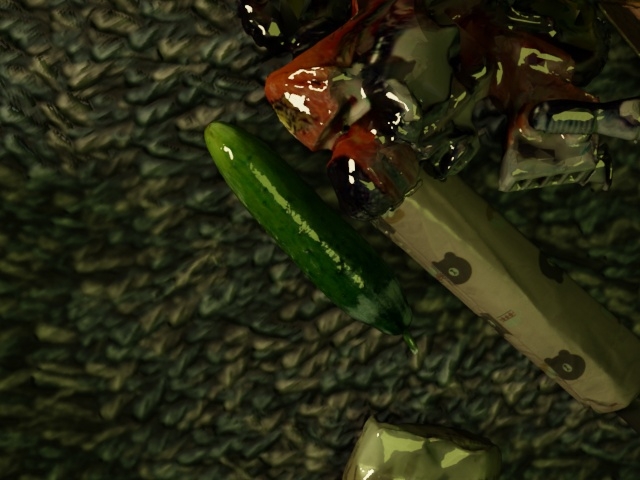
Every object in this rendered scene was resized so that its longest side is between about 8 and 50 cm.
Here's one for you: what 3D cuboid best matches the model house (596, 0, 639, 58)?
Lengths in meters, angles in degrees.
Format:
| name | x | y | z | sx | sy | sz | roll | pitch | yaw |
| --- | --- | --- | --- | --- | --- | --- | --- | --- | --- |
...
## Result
| name | x | y | z | sx | sy | sz | roll | pitch | yaw |
| --- | --- | --- | --- | --- | --- | --- | --- | --- | --- |
| model house | 0.353 | -0.185 | 1.441 | 0.326 | 0.169 | 0.244 | 13 | 98 | -16 |

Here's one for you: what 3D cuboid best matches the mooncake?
| name | x | y | z | sx | sy | sz | roll | pitch | yaw |
| --- | --- | --- | --- | --- | --- | --- | --- | --- | --- |
| mooncake | 0.078 | 0.208 | 1.489 | 0.130 | 0.073 | 0.125 | 13 | 97 | -13 |

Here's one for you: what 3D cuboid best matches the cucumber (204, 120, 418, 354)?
| name | x | y | z | sx | sy | sz | roll | pitch | yaw |
| --- | --- | --- | --- | --- | --- | --- | --- | --- | --- |
| cucumber | 0.000 | 0.000 | 1.445 | 0.056 | 0.056 | 0.250 | -46 | 106 | -3 |

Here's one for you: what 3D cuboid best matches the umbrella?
| name | x | y | z | sx | sy | sz | roll | pitch | yaw |
| --- | --- | --- | --- | --- | --- | --- | --- | --- | --- |
| umbrella | 0.166 | 0.047 | 1.485 | 0.337 | 0.067 | 0.073 | 41 | 76 | -17 |

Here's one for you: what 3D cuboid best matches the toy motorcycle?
| name | x | y | z | sx | sy | sz | roll | pitch | yaw |
| --- | --- | --- | --- | --- | --- | --- | --- | --- | --- |
| toy motorcycle | 0.132 | -0.102 | 1.376 | 0.401 | 0.134 | 0.207 | 7 | 66 | -6 |
